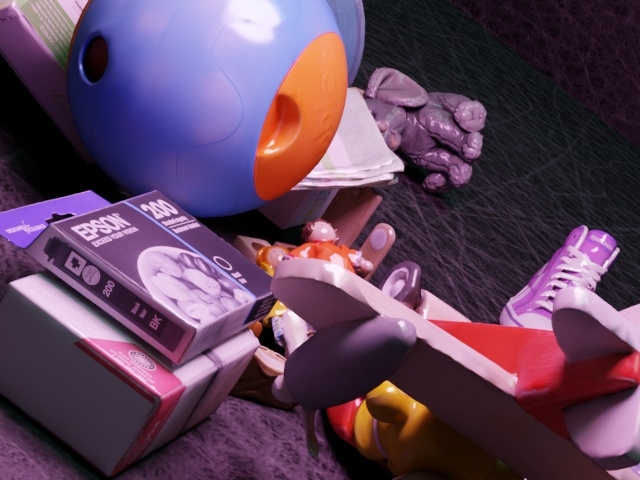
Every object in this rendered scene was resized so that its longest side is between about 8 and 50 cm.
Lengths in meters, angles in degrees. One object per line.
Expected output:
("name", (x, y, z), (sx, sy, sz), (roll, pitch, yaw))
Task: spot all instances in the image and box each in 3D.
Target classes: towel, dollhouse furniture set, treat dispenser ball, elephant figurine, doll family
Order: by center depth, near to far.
("doll family", (-0.080, 0.047, 1.694), (0.263, 0.118, 0.163), (4, 36, -23))
("treat dispenser ball", (-0.116, -0.167, 1.734), (0.288, 0.288, 0.288), (30, 18, -11))
("dollhouse furniture set", (0.000, 0.000, 1.882), (0.151, 0.123, 0.144), (11, 28, -49))
("towel", (-0.087, -0.124, 1.968), (0.325, 0.038, 0.248), (-2, 30, -14))
("elephant figurine", (0.113, -0.172, 2.501), (0.239, 0.169, 0.186), (13, -7, -11))

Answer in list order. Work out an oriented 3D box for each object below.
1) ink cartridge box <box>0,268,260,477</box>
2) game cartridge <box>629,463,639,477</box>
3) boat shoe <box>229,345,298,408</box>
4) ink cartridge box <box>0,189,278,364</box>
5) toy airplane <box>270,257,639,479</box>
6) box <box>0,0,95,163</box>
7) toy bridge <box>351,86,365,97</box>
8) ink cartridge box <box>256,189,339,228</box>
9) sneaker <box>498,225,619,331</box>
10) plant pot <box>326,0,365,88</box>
("ink cartridge box", (-0.167, 0.092, 1.414), (0.158, 0.092, 0.218), (36, 20, 11))
("game cartridge", (0.384, 0.253, 1.911), (0.355, 0.068, 0.230), (17, 5, -42))
("boat shoe", (-0.071, 0.118, 1.589), (0.135, 0.050, 0.045), (32, 12, -39))
("ink cartridge box", (-0.153, 0.012, 1.432), (0.208, 0.045, 0.206), (34, 18, 11))
("toy airplane", (0.146, 0.168, 1.471), (0.386, 0.272, 0.384), (25, -17, 16))
("box", (-0.273, -0.276, 1.887), (0.322, 0.058, 0.232), (-87, 153, -44))
("toy bridge", (0.076, -0.194, 2.667), (0.063, 0.026, 0.188), (20, 22, -33))
("ink cartridge box", (-0.030, -0.082, 2.096), (0.092, 0.090, 0.143), (38, 19, 14))
("sneaker", (0.320, 0.059, 2.221), (0.102, 0.161, 0.282), (35, 19, -1))
("plant pot", (-0.126, -0.273, 2.182), (0.271, 0.271, 0.255), (43, 34, 26))
